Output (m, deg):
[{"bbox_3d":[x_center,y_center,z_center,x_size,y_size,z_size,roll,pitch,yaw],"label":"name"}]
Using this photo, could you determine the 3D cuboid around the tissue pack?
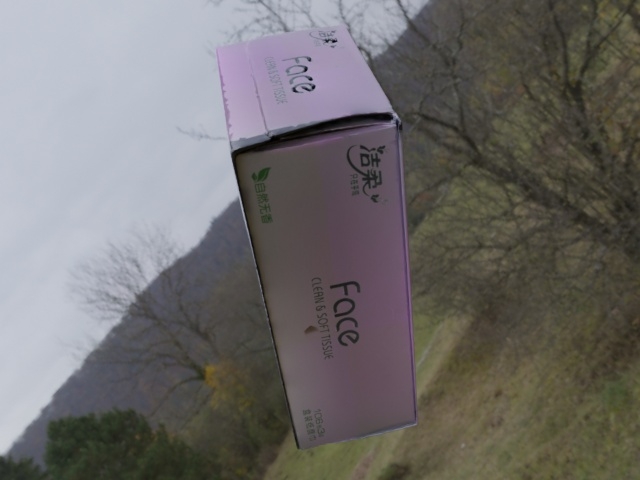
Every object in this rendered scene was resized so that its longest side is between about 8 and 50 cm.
[{"bbox_3d":[0.000,0.000,0.465,0.149,0.092,0.246,-107,6,-52],"label":"tissue pack"}]
